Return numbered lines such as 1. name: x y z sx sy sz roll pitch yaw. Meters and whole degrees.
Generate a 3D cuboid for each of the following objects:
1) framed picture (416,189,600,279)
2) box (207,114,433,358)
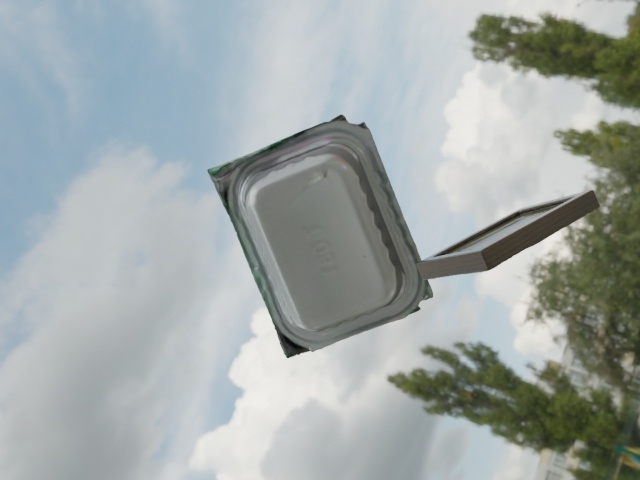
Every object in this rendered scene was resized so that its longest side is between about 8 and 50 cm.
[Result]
1. framed picture: 0.205 -0.005 0.913 0.168 0.128 0.023 -26 -86 -25
2. box: 0.000 0.000 1.263 0.106 0.264 0.337 -51 -61 -81
